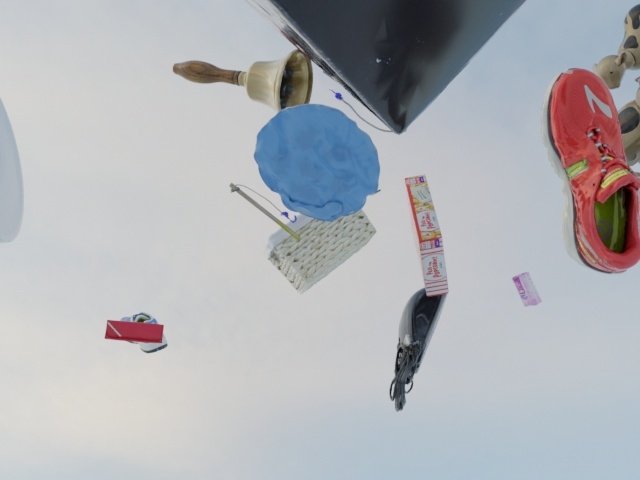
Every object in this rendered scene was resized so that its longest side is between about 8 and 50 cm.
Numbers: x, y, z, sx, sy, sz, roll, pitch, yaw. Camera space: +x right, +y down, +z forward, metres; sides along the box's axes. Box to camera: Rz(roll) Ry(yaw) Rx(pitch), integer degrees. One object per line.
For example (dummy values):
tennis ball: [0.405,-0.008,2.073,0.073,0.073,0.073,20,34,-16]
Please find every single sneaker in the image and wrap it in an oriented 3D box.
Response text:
sneaker: [0.370,-0.093,0.881,0.107,0.118,0.279,-14,-86,-3]
sneaker: [-0.446,0.214,1.692,0.211,0.080,0.081,10,-65,49]

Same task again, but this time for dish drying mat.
dish drying mat: [-0.277,0.135,1.009,0.083,0.032,0.008,7,-38,-14]

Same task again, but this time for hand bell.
hand bell: [-0.147,-0.278,1.162,0.242,0.126,0.126,13,-39,21]

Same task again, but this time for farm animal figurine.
farm animal figurine: [0.534,-0.219,1.105,0.172,0.330,0.327,14,-53,-27]

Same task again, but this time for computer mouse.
computer mouse: [0.182,0.180,1.327,0.072,0.272,0.189,19,-47,14]

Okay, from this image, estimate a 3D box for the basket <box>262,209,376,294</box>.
basket: [0.000,0.000,1.135,0.103,0.167,0.113,51,-16,6]

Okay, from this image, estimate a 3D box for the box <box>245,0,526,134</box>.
box: [-0.052,-0.270,0.385,0.179,0.312,0.343,-46,-29,9]

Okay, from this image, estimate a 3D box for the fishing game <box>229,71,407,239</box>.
fishing game: [-0.001,-0.112,0.966,0.189,0.041,0.264,34,-53,-9]

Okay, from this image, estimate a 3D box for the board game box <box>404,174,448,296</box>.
board game box: [0.204,-0.012,1.309,0.045,0.194,0.147,-10,-51,6]

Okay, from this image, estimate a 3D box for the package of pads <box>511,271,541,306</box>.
package of pads: [0.510,0.122,1.674,0.032,0.083,0.050,-22,-4,-17]

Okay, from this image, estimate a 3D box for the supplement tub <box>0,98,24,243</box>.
supplement tub: [-0.522,-0.070,0.736,0.324,0.235,0.235,-9,-42,-7]
